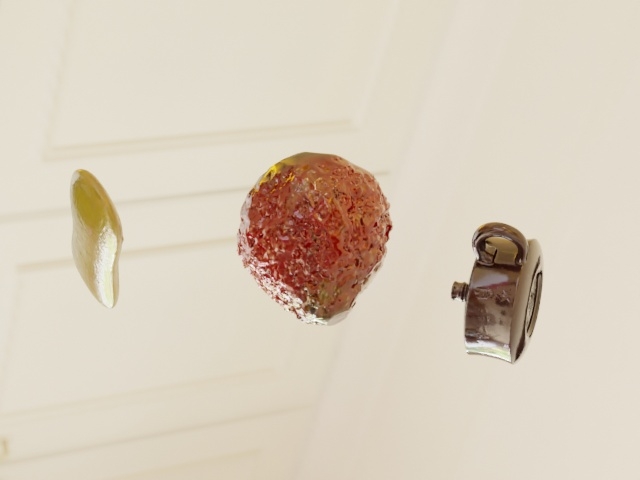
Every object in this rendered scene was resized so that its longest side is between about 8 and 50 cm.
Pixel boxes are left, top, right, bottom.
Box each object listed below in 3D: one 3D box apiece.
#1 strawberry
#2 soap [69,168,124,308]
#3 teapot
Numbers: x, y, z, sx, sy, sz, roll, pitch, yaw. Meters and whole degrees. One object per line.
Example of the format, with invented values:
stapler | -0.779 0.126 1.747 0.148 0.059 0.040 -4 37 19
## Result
strawberry | -0.001 0.000 1.075 0.106 0.106 0.106 20 -67 57
soap | -0.087 0.000 0.685 0.034 0.012 0.089 56 -20 18
teapot | 0.091 0.027 0.929 0.100 0.045 0.068 82 22 -44
